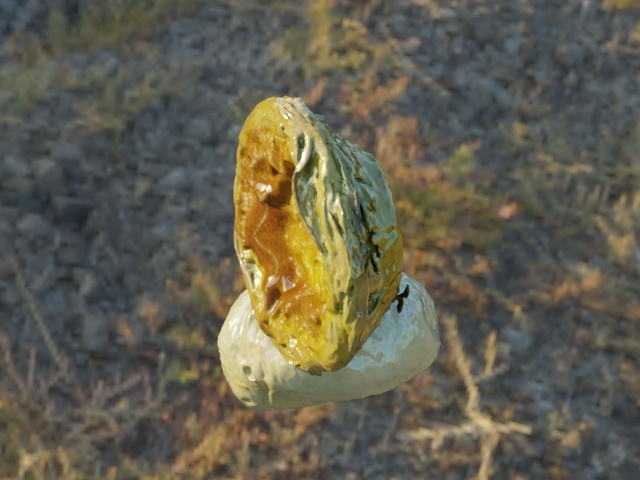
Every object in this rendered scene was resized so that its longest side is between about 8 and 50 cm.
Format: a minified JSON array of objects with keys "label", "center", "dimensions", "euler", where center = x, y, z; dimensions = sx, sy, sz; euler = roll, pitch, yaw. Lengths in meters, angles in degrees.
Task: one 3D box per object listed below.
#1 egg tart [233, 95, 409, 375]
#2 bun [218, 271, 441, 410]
[{"label":"egg tart","center":[0.000,0.000,0.692],"dimensions":[0.052,0.130,0.130],"euler":[-10,35,-22]},{"label":"bun","center":[0.004,0.040,0.795],"dimensions":[0.115,0.069,0.115],"euler":[-14,10,2]}]
